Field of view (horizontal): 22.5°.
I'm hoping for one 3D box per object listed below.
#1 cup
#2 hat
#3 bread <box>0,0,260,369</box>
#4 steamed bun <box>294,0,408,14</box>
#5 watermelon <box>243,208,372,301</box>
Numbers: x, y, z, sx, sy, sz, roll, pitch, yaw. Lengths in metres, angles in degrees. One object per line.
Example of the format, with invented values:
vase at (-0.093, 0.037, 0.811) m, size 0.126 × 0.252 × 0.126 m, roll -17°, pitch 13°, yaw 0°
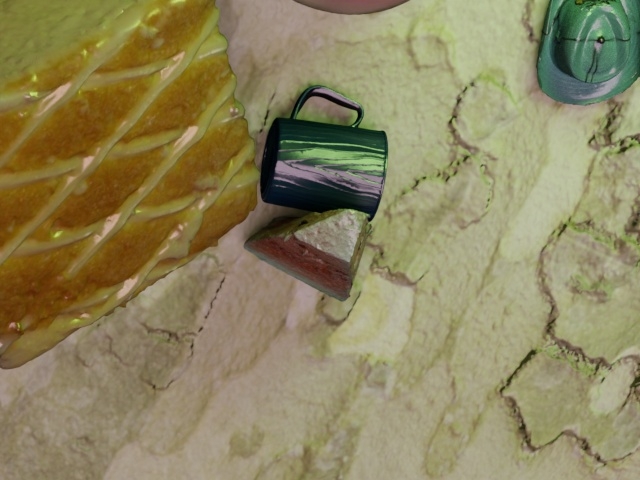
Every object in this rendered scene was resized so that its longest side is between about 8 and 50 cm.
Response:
cup at (0.002, -0.103, 1.988) m, size 0.138 × 0.150 × 0.113 m, roll 9°, pitch 146°, yaw -11°
hat at (0.336, -0.246, 1.980) m, size 0.138 × 0.078 × 0.191 m, roll -2°, pitch 114°, yaw -6°
bread at (-0.293, -0.123, 1.746) m, size 0.390 × 0.279 × 0.371 m, roll -37°, pitch 139°, yaw -22°
steamed bun at (0.040, -0.384, 1.762) m, size 0.309 × 0.309 × 0.309 m, roll -3°, pitch 114°, yaw -7°
watermelon at (0.000, 0.000, 1.957) m, size 0.154 × 0.241 × 0.094 m, roll 20°, pitch 81°, yaw -9°
